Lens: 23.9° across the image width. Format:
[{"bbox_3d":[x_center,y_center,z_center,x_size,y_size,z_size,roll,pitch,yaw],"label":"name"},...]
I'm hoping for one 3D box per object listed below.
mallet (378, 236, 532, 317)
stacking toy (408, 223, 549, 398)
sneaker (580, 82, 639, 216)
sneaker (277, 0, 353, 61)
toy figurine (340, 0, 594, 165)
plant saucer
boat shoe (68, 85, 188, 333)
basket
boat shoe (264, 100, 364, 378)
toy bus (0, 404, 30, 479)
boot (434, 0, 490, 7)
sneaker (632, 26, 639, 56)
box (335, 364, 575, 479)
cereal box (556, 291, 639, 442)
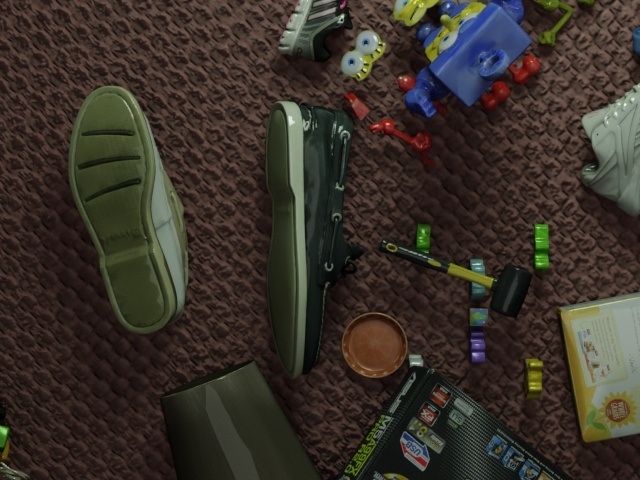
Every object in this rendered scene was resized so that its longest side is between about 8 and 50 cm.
[{"bbox_3d":[0.160,0.045,1.849,0.189,0.039,0.062,13,90,4],"label":"mallet"},{"bbox_3d":[0.196,0.087,1.892,0.166,0.052,0.221,2,94,0],"label":"stacking toy"},{"bbox_3d":[0.375,-0.143,1.817,0.115,0.090,0.232,23,118,9],"label":"sneaker"},{"bbox_3d":[0.014,-0.292,1.851,0.074,0.063,0.170,27,101,-1],"label":"sneaker"},{"bbox_3d":[0.208,-0.228,1.751,0.362,0.217,0.191,-44,111,6],"label":"toy figurine"},{"bbox_3d":[0.069,0.132,1.913,0.083,0.013,0.084,1,95,7],"label":"plant saucer"},{"bbox_3d":[-0.231,-0.041,1.863,0.113,0.103,0.302,-6,97,15],"label":"boat shoe"},{"bbox_3d":[-0.099,0.275,1.871,0.204,0.154,0.227,-20,91,18],"label":"basket"},{"bbox_3d":[-0.002,-0.001,1.855,0.113,0.127,0.340,-4,93,-21],"label":"boat shoe"},{"bbox_3d":[-0.458,0.212,1.892,0.190,0.202,0.104,10,66,8],"label":"toy bus"},{"bbox_3d":[0.172,-0.334,1.855,0.087,0.042,0.119,0,97,-5],"label":"boot"},{"bbox_3d":[0.492,-0.211,1.834,0.232,0.081,0.090,6,117,12],"label":"sneaker"},{"bbox_3d":[0.163,0.315,1.847,0.270,0.060,0.216,39,76,-17],"label":"box"},{"bbox_3d":[0.428,0.146,1.889,0.240,0.047,0.173,-10,96,2],"label":"cereal box"}]
